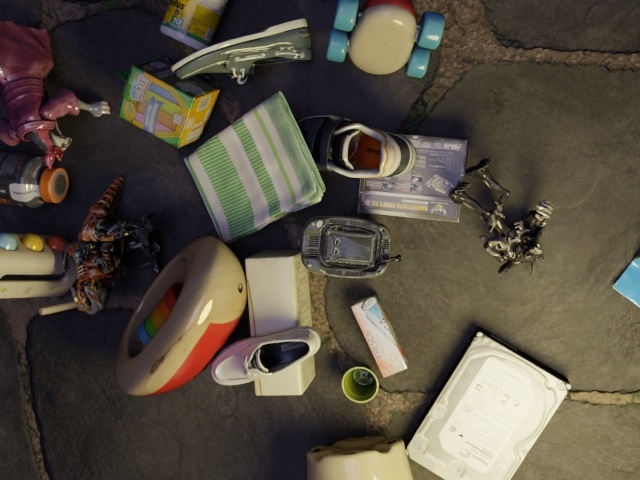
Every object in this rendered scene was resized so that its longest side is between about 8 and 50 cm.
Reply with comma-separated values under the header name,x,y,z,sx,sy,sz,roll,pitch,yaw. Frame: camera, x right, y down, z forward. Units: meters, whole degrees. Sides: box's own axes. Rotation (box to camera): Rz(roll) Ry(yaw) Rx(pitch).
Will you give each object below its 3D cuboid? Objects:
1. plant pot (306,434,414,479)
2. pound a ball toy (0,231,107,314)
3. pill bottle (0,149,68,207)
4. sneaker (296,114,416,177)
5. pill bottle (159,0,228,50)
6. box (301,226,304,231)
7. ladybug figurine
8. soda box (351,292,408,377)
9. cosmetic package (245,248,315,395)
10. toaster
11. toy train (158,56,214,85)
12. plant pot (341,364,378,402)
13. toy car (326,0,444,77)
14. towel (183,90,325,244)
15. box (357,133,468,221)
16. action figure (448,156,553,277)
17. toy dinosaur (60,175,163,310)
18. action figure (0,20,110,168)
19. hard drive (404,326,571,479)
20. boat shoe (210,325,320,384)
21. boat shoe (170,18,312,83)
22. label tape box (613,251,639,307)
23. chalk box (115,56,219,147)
name,x,y,z,sx,sy,sz,roll,pitch,yaw
plant pot,0.097,0.604,1.567,0.333,0.334,0.306,-9,82,11
pound a ball toy,-0.652,0.068,1.651,0.208,0.319,0.136,39,102,20
pill bottle,-0.741,-0.149,1.715,0.245,0.130,0.131,9,97,10
sneaker,0.036,-0.205,1.526,0.321,0.127,0.126,10,100,30
pill bottle,-0.270,-0.543,1.593,0.117,0.117,0.208,27,100,7
box,0.000,0.000,1.650,0.067,0.018,0.083,-17,93,12
ladybug figurine,-0.312,0.189,1.610,0.161,0.305,0.449,28,119,-28
soda box,0.137,0.217,1.627,0.063,0.058,0.183,-25,92,12
cosmetic package,-0.088,0.181,1.614,0.113,0.160,0.310,-4,94,11
toaster,0.064,0.012,1.561,0.226,0.146,0.129,4,93,0
toy train,-0.321,-0.397,1.664,0.158,0.027,0.036,21,97,8
plant pot,0.096,0.322,1.634,0.083,0.079,0.083,1,95,10
toy car,0.143,-0.501,1.514,0.219,0.210,0.238,11,69,-4
towel,-0.155,-0.148,1.592,0.324,0.038,0.248,-25,89,37
box,0.205,-0.142,1.578,0.230,0.056,0.183,6,97,10
action figure,0.396,-0.031,1.493,0.164,0.141,0.276,-45,101,-5
toy dinosaur,-0.490,0.003,1.653,0.218,0.164,0.322,2,89,0
action figure,-0.672,-0.343,1.624,0.248,0.276,0.370,-29,76,6
hard drive,0.371,0.398,1.601,0.236,0.064,0.339,31,101,6
boat shoe,-0.127,0.247,1.505,0.258,0.084,0.095,-25,91,13
boat shoe,-0.168,-0.400,1.568,0.319,0.116,0.099,-20,105,-8
label tape box,0.822,0.043,1.454,0.249,0.115,0.348,38,100,5
chalk box,-0.365,-0.325,1.612,0.213,0.132,0.132,28,117,8
